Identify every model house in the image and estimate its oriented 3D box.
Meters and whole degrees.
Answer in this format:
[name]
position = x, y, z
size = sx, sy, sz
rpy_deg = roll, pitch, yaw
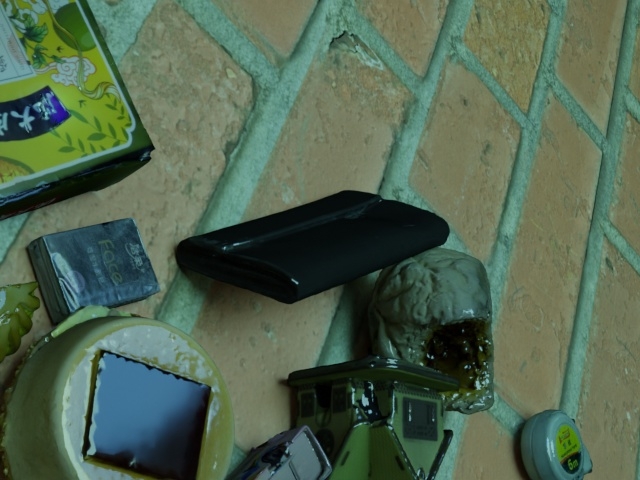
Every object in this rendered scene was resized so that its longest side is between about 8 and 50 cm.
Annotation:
[model house]
position = 0.077, 0.328, 1.632
size = 0.204, 0.218, 0.279
rpy_deg = 18, 64, -41

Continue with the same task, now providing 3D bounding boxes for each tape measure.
[tape measure]
position = 0.382, 0.412, 2.014
size = 0.330, 0.084, 0.164
rpy_deg = -17, 84, -51

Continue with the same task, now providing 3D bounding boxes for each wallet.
[wallet]
position = 0.000, -0.001, 1.698
size = 0.406, 0.228, 0.062
rpy_deg = -18, 121, -51

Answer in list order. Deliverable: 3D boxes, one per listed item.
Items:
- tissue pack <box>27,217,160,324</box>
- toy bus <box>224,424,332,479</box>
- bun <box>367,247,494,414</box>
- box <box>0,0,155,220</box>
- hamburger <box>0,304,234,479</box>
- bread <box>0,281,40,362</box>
[tissue pack]
position = -0.295, 0.037, 1.471
size = 0.156, 0.051, 0.112
rpy_deg = -15, 83, -49
[toy bus]
position = -0.101, 0.354, 1.491
size = 0.274, 0.112, 0.090
rpy_deg = -38, 101, -49
[bun]
position = 0.177, 0.145, 1.824
size = 0.281, 0.204, 0.282
rpy_deg = -1, 90, -84
[box]
position = -0.444, -0.227, 1.362
size = 0.373, 0.138, 0.420
rpy_deg = -26, 92, -50
[hamburger]
position = -0.243, 0.230, 1.352
size = 0.302, 0.170, 0.302
rpy_deg = 17, 64, -39
[bread]
position = -0.395, 0.102, 1.320
size = 0.157, 0.083, 0.095
rpy_deg = -6, 89, -50
